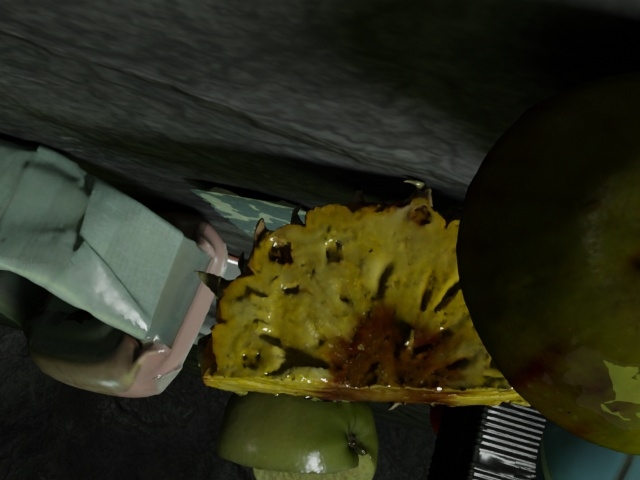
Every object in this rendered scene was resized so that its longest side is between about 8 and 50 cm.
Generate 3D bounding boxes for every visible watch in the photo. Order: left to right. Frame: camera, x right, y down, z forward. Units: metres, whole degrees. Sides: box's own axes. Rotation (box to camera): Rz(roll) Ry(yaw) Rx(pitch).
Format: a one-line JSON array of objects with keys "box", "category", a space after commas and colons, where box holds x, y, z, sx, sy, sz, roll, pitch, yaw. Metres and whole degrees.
[{"box": [-0.231, 0.001, 0.826, 0.253, 0.162, 0.241, -2, 147, 47], "category": "watch"}]

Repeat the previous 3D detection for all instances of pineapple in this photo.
[{"box": [0.044, 0.027, 0.617, 0.233, 0.135, 0.079, 5, 159, 1], "category": "pineapple"}]

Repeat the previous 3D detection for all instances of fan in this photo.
[{"box": [0.000, 0.000, 0.812, 0.131, 0.009, 0.240, 4, 164, 41], "category": "fan"}]

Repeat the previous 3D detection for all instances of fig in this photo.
[{"box": [0.116, 0.014, 0.408, 0.148, 0.142, 0.186, 39, 159, 12], "category": "fig"}]

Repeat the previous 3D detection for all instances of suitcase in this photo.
[{"box": [0.302, 0.312, 1.352, 0.334, 0.230, 0.152, 18, 168, -13], "category": "suitcase"}]

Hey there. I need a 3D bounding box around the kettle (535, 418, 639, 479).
[{"box": [0.364, 0.204, 0.888, 0.342, 0.247, 0.319, 24, 135, -8], "category": "kettle"}]

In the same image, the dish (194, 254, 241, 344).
[{"box": [-0.151, 0.063, 1.105, 0.260, 0.085, 0.260, 15, 168, 3], "category": "dish"}]

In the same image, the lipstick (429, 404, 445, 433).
[{"box": [0.277, 0.278, 1.599, 0.080, 0.080, 0.241, 25, 164, -40], "category": "lipstick"}]

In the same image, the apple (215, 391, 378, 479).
[{"box": [-0.032, 0.347, 1.926, 0.257, 0.234, 0.295, -9, 148, 29], "category": "apple"}]
